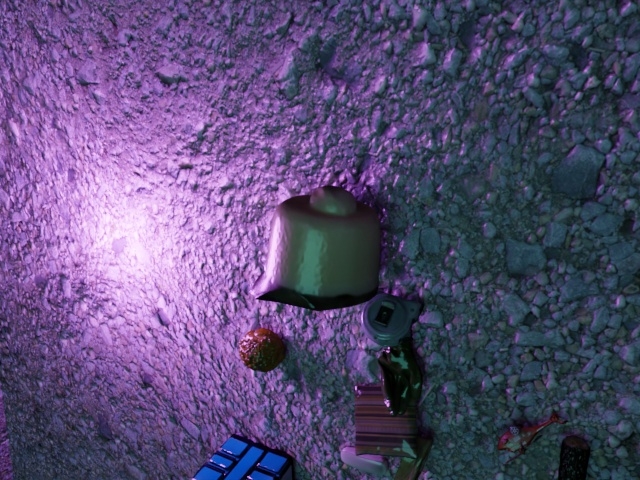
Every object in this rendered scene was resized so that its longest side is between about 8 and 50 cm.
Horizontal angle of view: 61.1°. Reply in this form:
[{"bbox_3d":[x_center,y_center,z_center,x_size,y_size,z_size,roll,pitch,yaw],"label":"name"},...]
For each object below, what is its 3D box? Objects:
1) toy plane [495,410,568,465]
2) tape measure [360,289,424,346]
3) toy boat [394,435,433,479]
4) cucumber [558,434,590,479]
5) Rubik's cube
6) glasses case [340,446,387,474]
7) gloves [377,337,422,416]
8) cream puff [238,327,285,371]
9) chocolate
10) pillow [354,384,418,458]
[{"bbox_3d":[0.558,0.518,1.453,0.194,0.126,0.077,-53,54,35],"label":"toy plane"},{"bbox_3d":[0.113,0.192,1.533,0.330,0.164,0.084,14,151,21],"label":"tape measure"},{"bbox_3d":[0.287,0.663,1.652,0.061,0.116,0.188,26,120,24],"label":"toy boat"},{"bbox_3d":[0.678,0.658,1.458,0.072,0.072,0.300,5,112,27],"label":"cucumber"},{"bbox_3d":[-0.275,0.932,1.972,0.283,0.288,0.293,13,118,25],"label":"Rubik's cube"},{"bbox_3d":[0.144,0.732,1.802,0.164,0.041,0.063,6,114,26],"label":"glasses case"},{"bbox_3d":[0.230,0.376,1.571,0.135,0.107,0.268,5,95,19],"label":"gloves"},{"bbox_3d":[-0.200,0.368,1.796,0.150,0.115,0.165,47,125,1],"label":"cream puff"},{"bbox_3d":[0.000,0.000,1.433,0.326,0.314,0.297,4,103,31],"label":"chocolate"},{"bbox_3d":[0.197,0.546,1.645,0.208,0.052,0.212,-8,71,29],"label":"pillow"}]
